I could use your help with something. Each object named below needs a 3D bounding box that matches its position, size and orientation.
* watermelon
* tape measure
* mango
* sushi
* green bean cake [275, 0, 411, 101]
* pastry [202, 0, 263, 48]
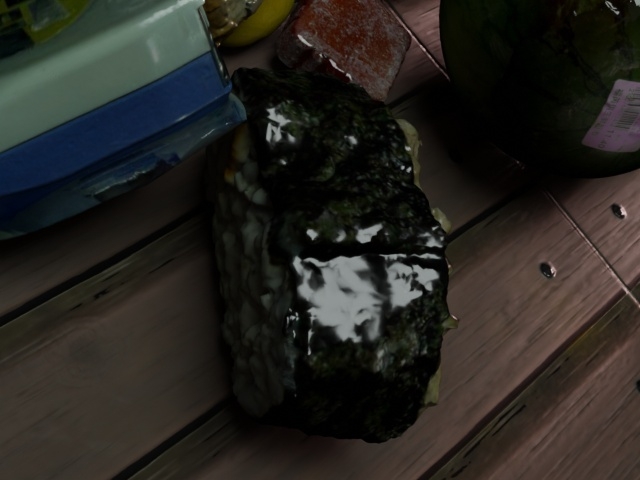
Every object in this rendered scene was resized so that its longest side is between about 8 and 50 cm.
[{"bbox_3d":[0.294,-0.246,1.152,0.363,0.363,0.363,14,56,-22],"label":"watermelon"},{"bbox_3d":[-0.232,-0.160,0.857,0.259,0.138,0.262,-27,54,-11],"label":"tape measure"},{"bbox_3d":[-0.083,-0.290,1.130,0.122,0.085,0.191,11,68,-35],"label":"mango"},{"bbox_3d":[0.000,0.000,0.920,0.171,0.211,0.350,2,52,-21],"label":"sushi"},{"bbox_3d":[0.026,-0.216,1.151,0.136,0.056,0.135,37,50,-16],"label":"green bean cake"},{"bbox_3d":[-0.139,-0.286,1.030,0.219,0.100,0.229,-9,68,10],"label":"pastry"}]
